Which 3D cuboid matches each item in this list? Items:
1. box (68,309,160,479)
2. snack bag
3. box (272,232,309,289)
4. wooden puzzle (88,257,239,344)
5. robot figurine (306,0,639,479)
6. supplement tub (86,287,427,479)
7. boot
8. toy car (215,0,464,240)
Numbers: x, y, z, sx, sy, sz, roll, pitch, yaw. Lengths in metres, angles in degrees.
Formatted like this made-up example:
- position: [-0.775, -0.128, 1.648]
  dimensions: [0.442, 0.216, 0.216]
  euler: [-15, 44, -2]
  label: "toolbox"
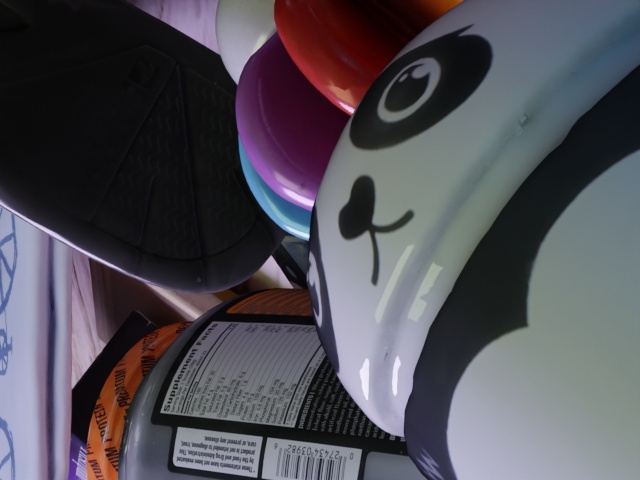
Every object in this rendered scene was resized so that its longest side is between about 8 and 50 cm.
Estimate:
- position: [-0.100, 0.174, 1.237]
  dimensions: [0.184, 0.103, 0.261]
  euler: [35, 160, 3]
  label: "box"
- position: [-0.247, 0.072, 1.199]
  dimensions: [0.342, 0.037, 0.323]
  euler: [-10, 80, 60]
  label: "snack bag"
- position: [0.000, 0.000, 0.963]
  dimensions: [0.081, 0.028, 0.136]
  euler: [11, 144, 48]
  label: "box"
- position: [-0.069, 0.080, 1.189]
  dimensions: [0.221, 0.044, 0.238]
  euler: [35, 160, 13]
  label: "wooden puzzle"
- position: [0.121, 0.038, 0.467]
  dimensions: [0.278, 0.209, 0.173]
  euler: [41, 166, 27]
  label: "robot figurine"
- position: [0.035, 0.121, 0.872]
  dimensions: [0.316, 0.193, 0.193]
  euler: [0, 134, 45]
  label: "supplement tub"
- position: [-0.206, -0.119, 0.793]
  dimensions: [0.377, 0.138, 0.284]
  euler: [31, 178, -26]
  label: "boot"
- position: [0.027, -0.067, 0.654]
  dimensions: [0.159, 0.136, 0.182]
  euler: [38, 140, 5]
  label: "toy car"
